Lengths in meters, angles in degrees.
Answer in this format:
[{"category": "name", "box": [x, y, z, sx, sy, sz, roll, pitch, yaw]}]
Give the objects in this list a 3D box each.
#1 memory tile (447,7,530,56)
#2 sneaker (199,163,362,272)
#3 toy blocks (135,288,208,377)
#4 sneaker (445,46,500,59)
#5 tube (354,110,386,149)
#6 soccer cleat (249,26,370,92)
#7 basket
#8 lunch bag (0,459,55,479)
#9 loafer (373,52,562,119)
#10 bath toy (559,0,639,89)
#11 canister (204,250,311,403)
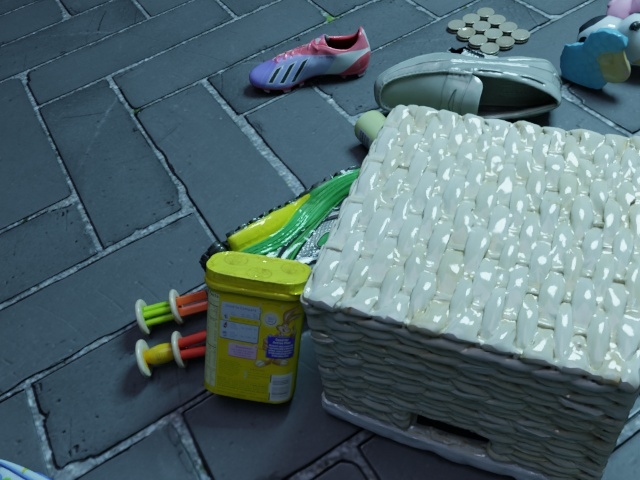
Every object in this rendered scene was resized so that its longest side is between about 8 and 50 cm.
[{"category": "memory tile", "box": [0.343, -0.429, 1.194, 0.113, 0.012, 0.148, -27, 52, -11]}, {"category": "sneaker", "box": [0.000, 0.000, 0.855, 0.343, 0.134, 0.146, -32, 89, -24]}, {"category": "toy blocks", "box": [-0.179, 0.117, 0.814, 0.148, 0.054, 0.123, -14, 51, -1]}, {"category": "sneaker", "box": [0.292, -0.349, 1.118, 0.109, 0.044, 0.040, 4, 50, 11]}, {"category": "tube", "box": [0.137, -0.129, 0.947, 0.070, 0.062, 0.240, -4, 40, -29]}, {"category": "soccer cleat", "box": [-0.024, -0.361, 1.150, 0.248, 0.095, 0.083, -8, 50, 4]}, {"category": "basket", "box": [0.190, 0.052, 0.668, 0.328, 0.266, 0.331, 13, 53, 21]}, {"category": "lunch bag", "box": [-0.330, 0.349, 0.630, 0.219, 0.090, 0.176, 14, 56, 21]}, {"category": "loafer", "box": [0.253, -0.260, 1.007, 0.319, 0.112, 0.111, -3, 42, 7]}, {"category": "bath toy", "box": [0.584, -0.416, 1.065, 0.151, 0.129, 0.348, 30, 61, 30]}, {"category": "canister", "box": [-0.082, 0.109, 0.719, 0.126, 0.170, 0.073, 9, 21, 5]}]
